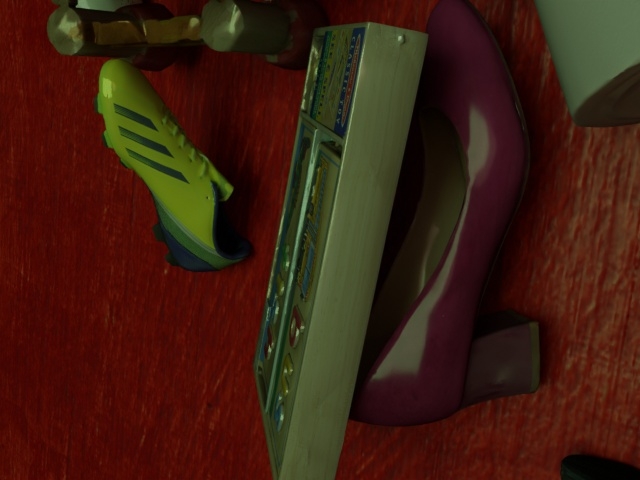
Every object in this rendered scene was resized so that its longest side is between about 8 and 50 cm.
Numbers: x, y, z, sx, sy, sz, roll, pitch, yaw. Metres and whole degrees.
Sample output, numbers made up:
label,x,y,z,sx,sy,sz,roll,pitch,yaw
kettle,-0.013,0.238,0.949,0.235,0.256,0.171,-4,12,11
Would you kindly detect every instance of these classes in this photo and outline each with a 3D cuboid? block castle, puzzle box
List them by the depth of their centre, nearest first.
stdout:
label,x,y,z,sx,sy,sz,roll,pitch,yaw
puzzle box,0.000,0.000,0.709,0.272,0.052,0.409,-124,44,-72
block castle,-0.149,-0.419,0.805,0.303,0.213,0.453,5,104,27

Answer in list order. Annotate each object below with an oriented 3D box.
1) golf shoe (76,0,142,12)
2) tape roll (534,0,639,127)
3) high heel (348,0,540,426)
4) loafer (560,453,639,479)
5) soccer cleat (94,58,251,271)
label,x,y,z,sx,sy,sz,roll,pitch,yaw
golf shoe,-0.293,-0.397,0.986,0.140,0.115,0.306,-28,77,34
tape roll,0.276,-0.162,0.424,0.286,0.286,0.100,-21,80,39
high heel,0.086,-0.023,0.644,0.127,0.181,0.377,169,92,-80
loafer,0.275,0.240,0.602,0.170,0.062,0.061,27,115,36
soccer cleat,-0.166,-0.087,0.861,0.121,0.093,0.289,-7,124,20
